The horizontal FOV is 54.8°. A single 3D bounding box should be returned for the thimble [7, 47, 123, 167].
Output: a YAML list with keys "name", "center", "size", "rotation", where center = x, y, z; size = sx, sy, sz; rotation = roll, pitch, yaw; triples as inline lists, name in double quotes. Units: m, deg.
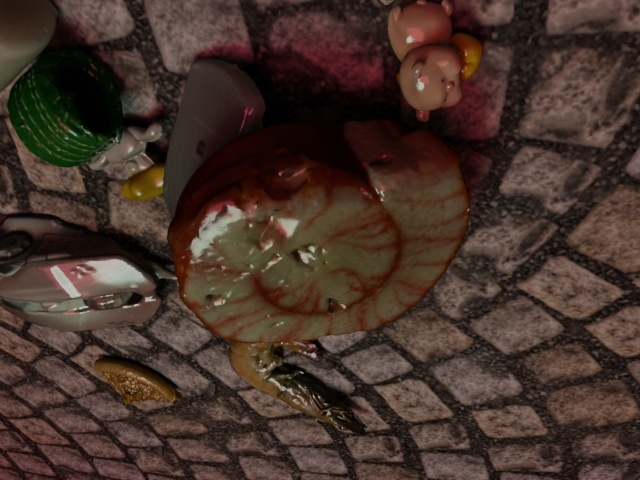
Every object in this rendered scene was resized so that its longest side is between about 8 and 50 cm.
- name: "thimble"
  center: [-0.299, -0.155, 0.734]
  size: [0.090, 0.118, 0.130]
  rotation: [-26, 102, 30]

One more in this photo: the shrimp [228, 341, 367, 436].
- name: "shrimp"
  center: [-0.022, 0.242, 1.076]
  size: [0.296, 0.058, 0.169]
  rotation: [30, 131, -7]

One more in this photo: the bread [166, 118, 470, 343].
- name: "bread"
  center: [-0.003, 0.003, 0.713]
  size: [0.328, 0.114, 0.295]
  rotation: [-10, 139, -11]

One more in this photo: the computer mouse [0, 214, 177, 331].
- name: "computer mouse"
  center: [-0.397, 0.074, 0.989]
  size: [0.390, 0.114, 0.199]
  rotation: [6, 136, 12]

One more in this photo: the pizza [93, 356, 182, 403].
- name: "pizza"
  center: [-0.374, 0.289, 1.231]
  size: [0.178, 0.041, 0.131]
  rotation: [34, 134, -15]

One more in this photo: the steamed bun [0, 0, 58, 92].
- name: "steamed bun"
  center: [-0.425, -0.259, 0.648]
  size: [0.146, 0.164, 0.241]
  rotation: [-24, 121, 35]

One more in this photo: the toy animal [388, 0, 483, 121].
- name: "toy animal"
  center: [0.115, -0.179, 0.618]
  size: [0.092, 0.082, 0.114]
  rotation: [-3, 130, 17]

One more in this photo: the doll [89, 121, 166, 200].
- name: "doll"
  center: [-0.252, -0.104, 0.814]
  size: [0.135, 0.071, 0.113]
  rotation: [4, 125, 20]

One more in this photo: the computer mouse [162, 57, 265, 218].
- name: "computer mouse"
  center: [-0.123, -0.104, 0.748]
  size: [0.128, 0.079, 0.230]
  rotation: [41, 125, 26]

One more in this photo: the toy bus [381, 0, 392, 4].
- name: "toy bus"
  center: [0.120, -0.291, 0.504]
  size: [0.226, 0.074, 0.081]
  rotation: [-25, 150, 35]
